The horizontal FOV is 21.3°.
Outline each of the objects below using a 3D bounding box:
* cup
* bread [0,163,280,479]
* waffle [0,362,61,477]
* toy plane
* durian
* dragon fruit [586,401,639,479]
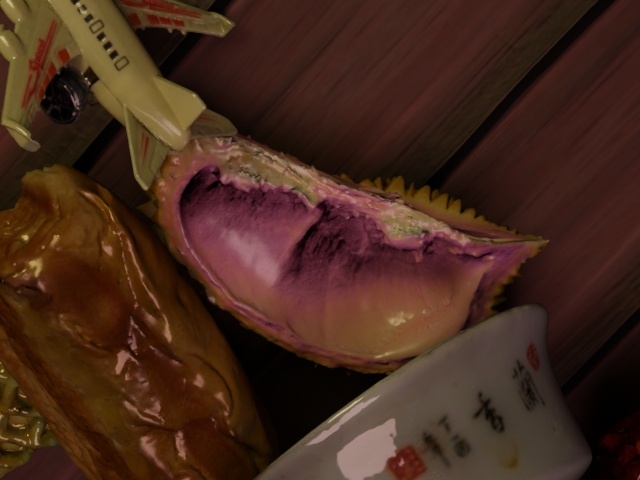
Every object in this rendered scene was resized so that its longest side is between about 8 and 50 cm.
[{"bbox_3d":[0.091,0.218,1.422,0.347,0.347,0.163,-39,75,15],"label":"cup"},{"bbox_3d":[-0.163,0.087,1.406,0.149,0.195,0.344,-47,126,-25],"label":"bread"},{"bbox_3d":[-0.336,0.136,1.487,0.204,0.054,0.223,-28,123,9],"label":"waffle"},{"bbox_3d":[-0.177,-0.158,1.275,0.256,0.242,0.104,45,134,8],"label":"toy plane"},{"bbox_3d":[-0.001,0.000,1.427,0.341,0.112,0.191,18,127,-9],"label":"durian"},{"bbox_3d":[0.365,0.269,1.531,0.296,0.295,0.301,6,97,-12],"label":"dragon fruit"}]
